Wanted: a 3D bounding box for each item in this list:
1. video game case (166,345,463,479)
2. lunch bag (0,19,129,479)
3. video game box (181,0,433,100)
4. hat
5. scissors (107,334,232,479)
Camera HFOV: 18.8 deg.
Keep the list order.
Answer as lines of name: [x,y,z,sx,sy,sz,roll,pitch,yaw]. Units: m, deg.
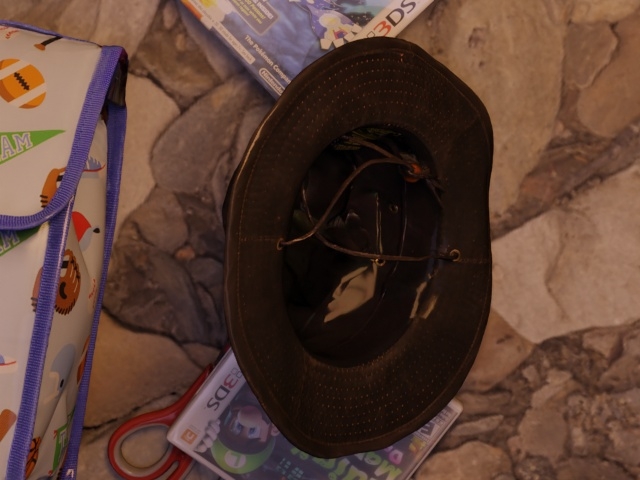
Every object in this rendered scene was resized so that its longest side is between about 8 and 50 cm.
video game case: [-0.005,0.153,1.640,0.190,0.022,0.173,35,102,-8]
lunch bag: [-0.339,0.004,1.549,0.327,0.239,0.385,11,89,4]
video game box: [-0.017,-0.227,1.546,0.187,0.048,0.205,-43,96,12]
hat: [0.000,0.000,1.531,0.134,0.331,0.331,11,109,43]
scissors: [-0.072,0.114,1.653,0.109,0.021,0.297,37,103,-3]
